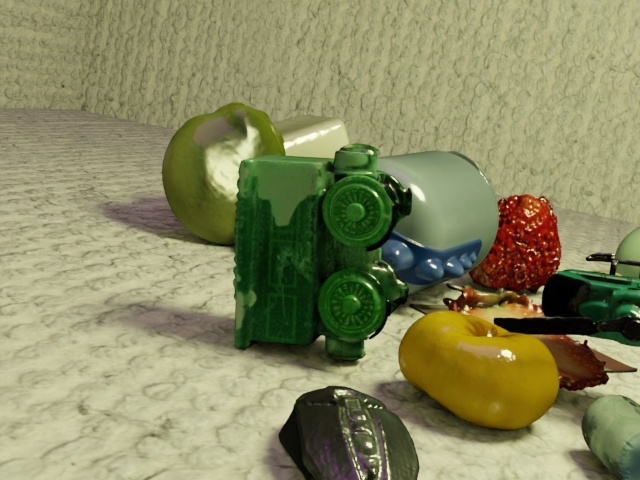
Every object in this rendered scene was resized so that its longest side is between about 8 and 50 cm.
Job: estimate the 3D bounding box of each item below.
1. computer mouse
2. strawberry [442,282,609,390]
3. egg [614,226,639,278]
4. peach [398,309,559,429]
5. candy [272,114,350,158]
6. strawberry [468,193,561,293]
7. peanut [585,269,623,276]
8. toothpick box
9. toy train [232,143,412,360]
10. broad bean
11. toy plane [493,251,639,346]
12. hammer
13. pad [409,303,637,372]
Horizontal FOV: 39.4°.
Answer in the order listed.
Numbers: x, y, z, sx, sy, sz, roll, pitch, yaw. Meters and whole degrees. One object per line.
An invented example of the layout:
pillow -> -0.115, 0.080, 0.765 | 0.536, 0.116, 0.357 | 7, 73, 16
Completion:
computer mouse -> 0.025, 0.173, 0.799 | 0.106, 0.062, 0.192 | 7, 10, -14
strawberry -> 0.248, 0.142, 1.133 | 0.167, 0.087, 0.208 | 3, 31, -31
egg -> 0.677, 0.048, 1.757 | 0.231, 0.168, 0.168 | 4, 12, -42
peach -> 0.176, 0.141, 0.995 | 0.179, 0.103, 0.179 | 13, 11, -3
candy -> -0.122, -0.154, 1.893 | 0.359, 0.145, 0.208 | -20, 22, -26
strawberry -> 0.364, 0.003, 1.651 | 0.187, 0.201, 0.184 | 27, 39, 8
peanut -> 0.509, 0.103, 1.555 | 0.214, 0.099, 0.099 | 15, 10, -5
toothpick box -> 0.142, -0.020, 1.473 | 0.263, 0.263, 0.355 | 15, 14, 27
toy train -> 0.004, 0.013, 1.094 | 0.202, 0.266, 0.145 | 4, 9, 14
broad bean -> -0.176, -0.131, 1.673 | 0.238, 0.291, 0.119 | 23, -26, -21
toy plane -> 0.406, 0.093, 1.034 | 0.382, 0.106, 0.155 | 10, 14, 24
hammer -> 0.366, 0.217, 0.901 | 0.194, 0.069, 0.116 | 16, 9, -10
pad -> 0.298, 0.143, 1.351 | 0.202, 0.005, 0.300 | 4, 12, -29
